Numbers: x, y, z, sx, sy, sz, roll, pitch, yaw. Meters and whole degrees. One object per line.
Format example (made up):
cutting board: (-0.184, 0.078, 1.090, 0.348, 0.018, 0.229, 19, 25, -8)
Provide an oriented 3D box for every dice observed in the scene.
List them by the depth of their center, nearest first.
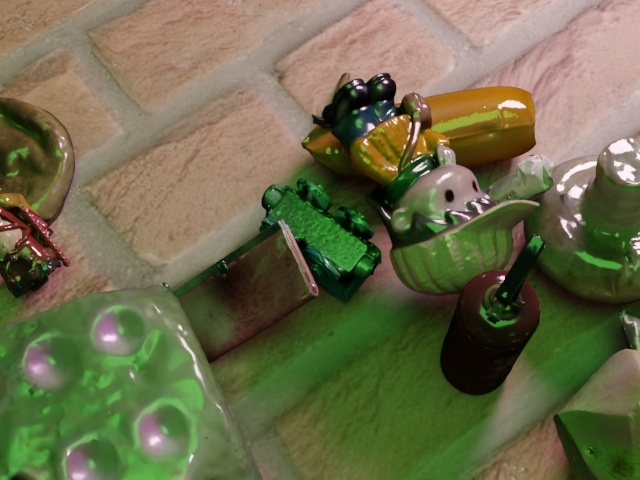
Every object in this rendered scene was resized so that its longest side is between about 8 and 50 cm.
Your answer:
dice: (-0.261, 0.263, 1.165, 0.322, 0.330, 0.318, -24, 69, -11)

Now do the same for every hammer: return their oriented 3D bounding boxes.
hammer: (0.026, -0.224, 1.497, 0.062, 0.017, 0.182, -7, 31, 13)

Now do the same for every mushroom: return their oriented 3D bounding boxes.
mushroom: (0.415, -0.037, 1.342, 0.244, 0.243, 0.243, 0, 66, 1)

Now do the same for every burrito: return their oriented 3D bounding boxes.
burrito: (0.264, -0.061, 1.389, 0.064, 0.203, 0.064, 18, 54, -26)

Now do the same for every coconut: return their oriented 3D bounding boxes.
coconut: (0.416, 0.250, 1.225, 0.236, 0.235, 0.204, 9, 54, 5)

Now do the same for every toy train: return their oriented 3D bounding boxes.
toy train: (0.000, 0.000, 1.373, 0.198, 0.154, 0.107, 36, 75, 16)

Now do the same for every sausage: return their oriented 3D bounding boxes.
sausage: (0.149, -0.160, 1.460, 0.354, 0.116, 0.134, -8, 47, 4)

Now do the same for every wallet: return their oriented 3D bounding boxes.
wallet: (-0.113, 0.078, 1.331, 0.232, 0.025, 0.119, -33, 76, 28)

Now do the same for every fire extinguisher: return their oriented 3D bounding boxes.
fire extinguisher: (0.229, 0.094, 1.221, 0.102, 0.344, 0.138, 33, 70, 14)

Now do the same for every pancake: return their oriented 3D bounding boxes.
pancake: (-0.530, -0.109, 1.488, 0.295, 0.049, 0.294, -1, 67, 2)

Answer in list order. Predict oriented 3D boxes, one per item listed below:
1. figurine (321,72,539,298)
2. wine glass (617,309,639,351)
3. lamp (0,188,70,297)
figurine: (0.132, -0.066, 1.330, 0.332, 0.204, 0.185, 44, 42, 20)
wine glass: (0.517, 0.111, 1.300, 0.205, 0.111, 0.111, -20, 65, 17)
lamp: (-0.479, -0.036, 1.365, 0.118, 0.118, 0.253, -39, 107, -15)
